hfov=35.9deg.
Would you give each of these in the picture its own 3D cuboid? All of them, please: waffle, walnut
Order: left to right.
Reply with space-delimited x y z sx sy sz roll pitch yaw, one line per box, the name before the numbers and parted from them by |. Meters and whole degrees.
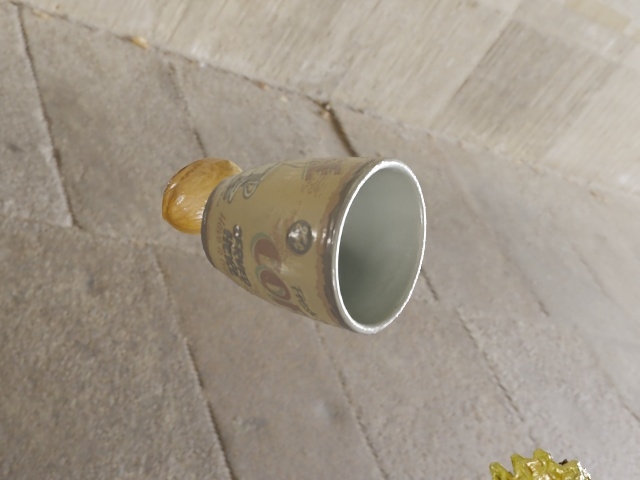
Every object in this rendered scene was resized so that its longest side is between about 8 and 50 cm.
walnut | -0.216 -0.084 1.860 0.180 0.144 0.144 -24 56 -14
waffle | 0.452 0.555 1.967 0.307 0.311 0.060 -3 19 -1

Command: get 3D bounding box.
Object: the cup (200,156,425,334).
cup | 0.000 0.000 1.347 0.257 0.227 0.301 12 -12 35
